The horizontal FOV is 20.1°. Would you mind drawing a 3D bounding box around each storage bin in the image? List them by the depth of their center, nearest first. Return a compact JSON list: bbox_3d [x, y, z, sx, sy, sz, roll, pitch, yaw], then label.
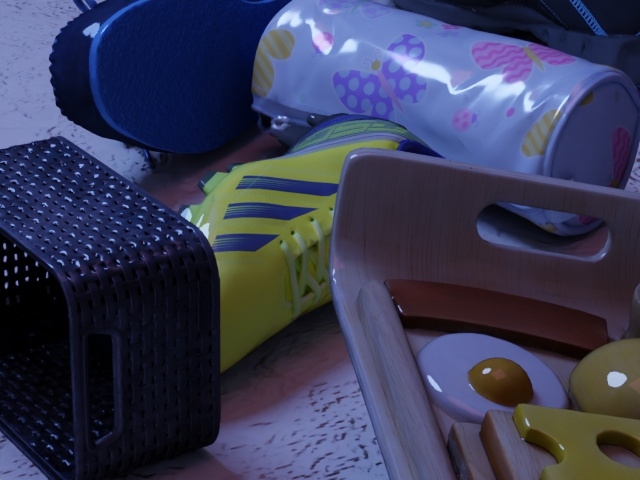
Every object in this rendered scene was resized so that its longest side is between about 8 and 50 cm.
[{"bbox_3d":[-0.132,0.032,0.925,0.084,0.122,0.180,-15,30,-33],"label":"storage bin"}]

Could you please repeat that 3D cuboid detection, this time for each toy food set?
[{"bbox_3d":[0.137,0.060,0.783,0.219,0.092,0.306,9,28,-16],"label":"toy food set"}]

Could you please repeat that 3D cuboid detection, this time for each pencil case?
[{"bbox_3d":[0.081,-0.091,1.221,0.273,0.114,0.124,20,39,35],"label":"pencil case"}]

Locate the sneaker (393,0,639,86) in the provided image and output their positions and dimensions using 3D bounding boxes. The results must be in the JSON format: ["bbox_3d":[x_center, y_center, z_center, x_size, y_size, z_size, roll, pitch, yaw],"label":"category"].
[{"bbox_3d":[0.179,-0.239,1.518,0.125,0.140,0.341,-22,32,-38],"label":"sneaker"}]

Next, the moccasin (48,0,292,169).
[{"bbox_3d":[-0.102,-0.128,1.307,0.116,0.138,0.342,9,11,25],"label":"moccasin"}]

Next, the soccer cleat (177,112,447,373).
[{"bbox_3d":[0.000,-0.001,1.048,0.121,0.093,0.289,17,29,17],"label":"soccer cleat"}]
